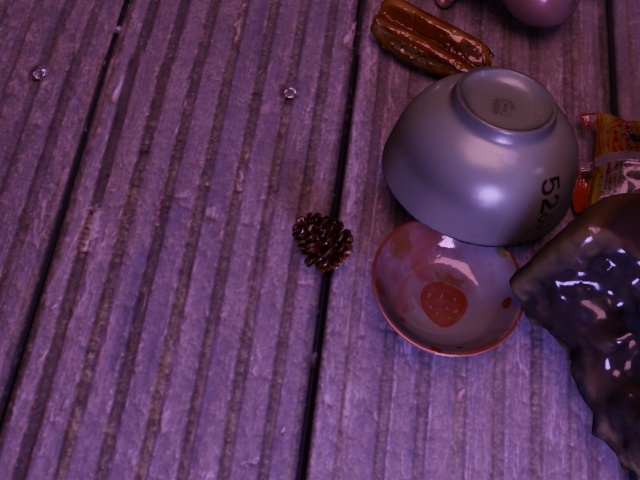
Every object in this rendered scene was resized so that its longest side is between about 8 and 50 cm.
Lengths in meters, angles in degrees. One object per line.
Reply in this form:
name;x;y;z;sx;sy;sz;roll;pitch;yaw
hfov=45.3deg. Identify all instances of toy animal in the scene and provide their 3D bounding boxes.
toy animal;0.390;-0.575;1.571;0.326;0.269;0.237;48;70;-15

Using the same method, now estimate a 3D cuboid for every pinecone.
pinecone;-0.002;-0.001;1.345;0.109;0.102;0.102;38;66;-16

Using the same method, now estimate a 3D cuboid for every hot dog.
hot dog;0.221;-0.396;1.552;0.269;0.072;0.115;35;68;13

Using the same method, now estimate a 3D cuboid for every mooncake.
mooncake;0.495;0.150;1.179;0.393;0.246;0.394;17;60;-13

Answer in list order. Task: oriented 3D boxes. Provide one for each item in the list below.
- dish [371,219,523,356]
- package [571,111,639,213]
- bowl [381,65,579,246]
dish;0.210;0.090;1.308;0.260;0.085;0.260;2;59;-4
package;0.619;-0.136;1.416;0.288;0.108;0.223;10;63;7
bowl;0.297;-0.179;1.342;0.354;0.185;0.354;5;50;-6
